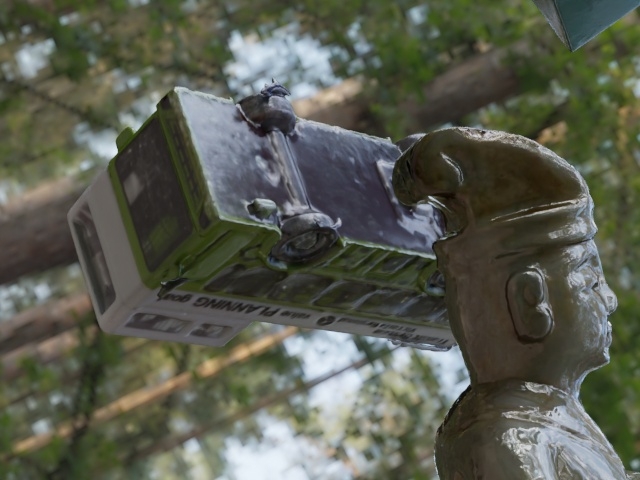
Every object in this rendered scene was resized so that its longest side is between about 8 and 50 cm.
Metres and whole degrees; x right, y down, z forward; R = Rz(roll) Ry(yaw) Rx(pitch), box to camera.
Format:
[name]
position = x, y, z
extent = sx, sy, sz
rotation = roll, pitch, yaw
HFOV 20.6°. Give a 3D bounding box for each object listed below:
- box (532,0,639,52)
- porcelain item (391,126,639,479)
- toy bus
[box]
position = 0.209, -0.291, 1.604
extent = 0.153, 0.092, 0.245
rotation = 57, 6, 19
[porcelain item]
position = 0.057, 0.078, 0.414
extent = 0.084, 0.054, 0.213
rotation = 161, -79, -82
[toy bus]
position = 0.000, 0.000, 1.081
extent = 0.139, 0.301, 0.113
rotation = -39, -123, 33
